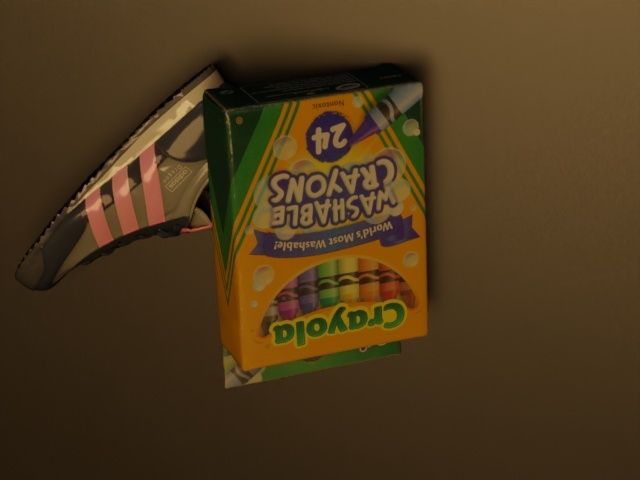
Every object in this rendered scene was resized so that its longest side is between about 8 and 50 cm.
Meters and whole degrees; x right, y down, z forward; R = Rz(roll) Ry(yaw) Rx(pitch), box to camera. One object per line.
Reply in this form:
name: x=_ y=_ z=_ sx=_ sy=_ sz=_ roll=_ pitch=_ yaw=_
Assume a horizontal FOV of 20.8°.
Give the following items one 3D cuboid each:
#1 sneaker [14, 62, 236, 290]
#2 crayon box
sneaker: x=-0.180 y=-0.031 z=1.790 sx=0.131 sy=0.112 sz=0.319 roll=44 pitch=112 yaw=-8
crayon box: x=0.000 y=0.000 z=1.743 sx=0.203 sy=0.083 sz=0.323 roll=-10 pitch=113 yaw=-18
